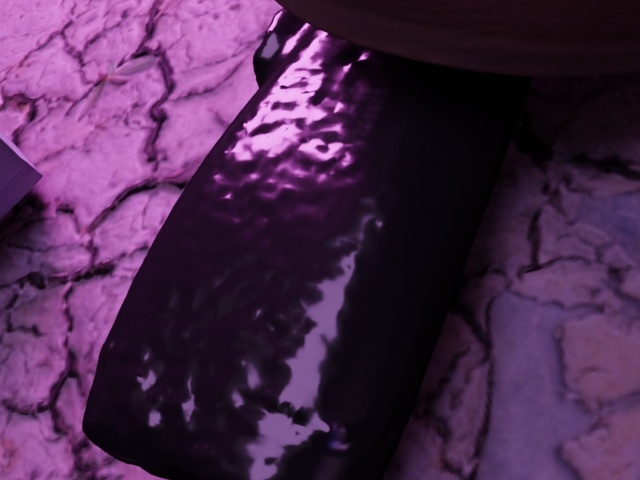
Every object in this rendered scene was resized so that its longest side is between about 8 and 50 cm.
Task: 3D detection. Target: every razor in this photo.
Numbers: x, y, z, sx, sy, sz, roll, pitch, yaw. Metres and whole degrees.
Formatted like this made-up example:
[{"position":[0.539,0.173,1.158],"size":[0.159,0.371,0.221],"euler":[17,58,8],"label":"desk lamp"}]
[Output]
[{"position":[-0.001,-0.003,0.593],"size":[0.189,0.107,0.327],"euler":[11,65,32],"label":"razor"}]

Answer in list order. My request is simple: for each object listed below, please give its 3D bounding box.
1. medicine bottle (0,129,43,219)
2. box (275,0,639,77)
[{"position":[-0.327,-0.011,0.748],"size":[0.225,0.139,0.139],"euler":[-45,50,-6],"label":"medicine bottle"},{"position":[0.101,-0.250,0.546],"size":[0.301,0.216,0.301],"euler":[4,43,-4],"label":"box"}]
